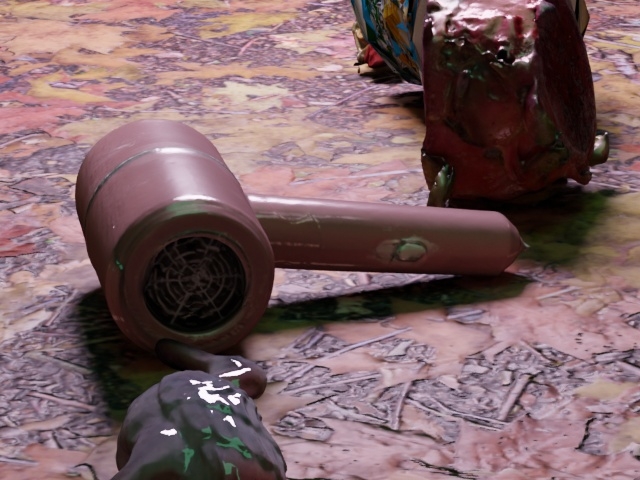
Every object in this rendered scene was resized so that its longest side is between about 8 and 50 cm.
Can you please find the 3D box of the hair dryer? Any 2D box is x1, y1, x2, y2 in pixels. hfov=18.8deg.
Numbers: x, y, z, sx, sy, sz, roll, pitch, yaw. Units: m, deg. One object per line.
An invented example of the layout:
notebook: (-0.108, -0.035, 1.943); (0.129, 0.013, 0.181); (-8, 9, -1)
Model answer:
hair dryer: (0.000, 0.000, 1.465); (0.352, 0.125, 0.210); (2, 19, -14)

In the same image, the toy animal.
toy animal: (-0.083, 0.122, 1.136); (0.195, 0.090, 0.324); (8, 23, 22)

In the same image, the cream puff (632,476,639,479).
cream puff: (0.222, 0.186, 0.849); (0.240, 0.164, 0.240); (14, 18, -5)

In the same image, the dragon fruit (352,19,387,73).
dragon fruit: (0.093, -0.220, 2.170); (0.092, 0.122, 0.192); (-35, 5, 31)

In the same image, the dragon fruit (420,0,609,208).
dragon fruit: (0.169, -0.121, 1.682); (0.147, 0.211, 0.282); (-3, 45, 13)

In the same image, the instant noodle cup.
instant noodle cup: (0.158, -0.241, 1.953); (0.240, 0.240, 0.178); (-3, 21, -8)
